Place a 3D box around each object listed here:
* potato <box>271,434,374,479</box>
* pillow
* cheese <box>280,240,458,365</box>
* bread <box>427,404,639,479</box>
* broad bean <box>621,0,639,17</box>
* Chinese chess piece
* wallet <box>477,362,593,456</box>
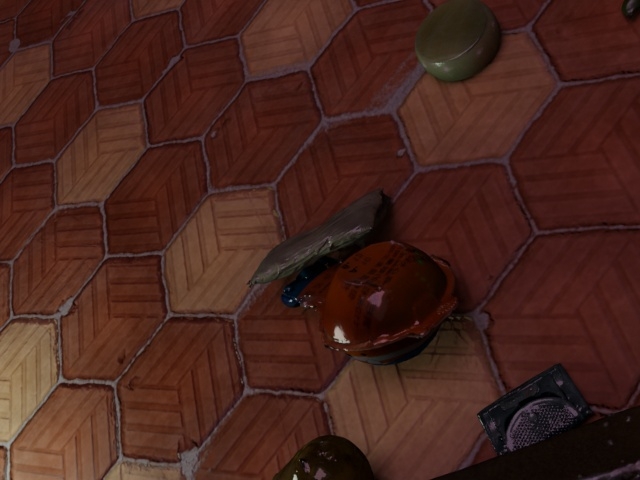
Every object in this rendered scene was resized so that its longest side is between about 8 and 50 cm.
[{"bbox_3d":[-0.001,0.336,1.187,0.176,0.137,0.137,-47,42,31],"label":"potato"},{"bbox_3d":[0.000,0.000,1.413,0.229,0.050,0.148,-28,8,22],"label":"pillow"},{"bbox_3d":[0.064,0.079,1.295,0.217,0.129,0.329,-39,27,-26],"label":"cheese"},{"bbox_3d":[0.235,0.314,0.995,0.416,0.165,0.113,-27,29,19],"label":"bread"},{"bbox_3d":[0.561,-0.442,1.341,0.297,0.043,0.060,-45,35,2],"label":"broad bean"},{"bbox_3d":[0.228,-0.333,1.498,0.144,0.058,0.144,-19,53,27],"label":"Chinese chess piece"},{"bbox_3d":[0.267,0.218,1.134,0.129,0.026,0.088,-36,47,12],"label":"wallet"}]
